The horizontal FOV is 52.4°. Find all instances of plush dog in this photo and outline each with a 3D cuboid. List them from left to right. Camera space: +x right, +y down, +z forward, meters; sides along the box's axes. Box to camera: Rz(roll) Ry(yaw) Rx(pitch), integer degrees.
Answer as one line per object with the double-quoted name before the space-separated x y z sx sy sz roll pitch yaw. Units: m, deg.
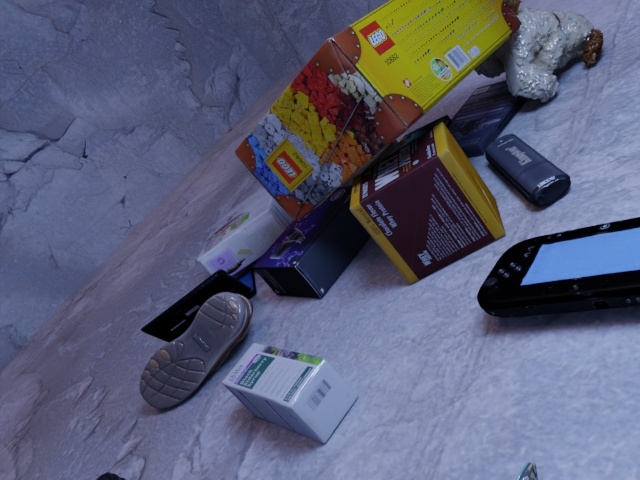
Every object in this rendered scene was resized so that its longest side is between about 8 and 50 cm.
"plush dog" 0.484 -0.442 1.420 0.225 0.211 0.262 -12 34 -16

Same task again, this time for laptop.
"laptop" -0.289 0.138 1.585 0.234 0.264 0.137 -38 58 6

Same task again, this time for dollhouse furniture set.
"dollhouse furniture set" 0.169 -0.129 1.408 0.123 0.144 0.151 -43 36 3

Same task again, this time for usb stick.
"usb stick" 0.371 -0.135 1.190 0.077 0.045 0.278 -36 22 11

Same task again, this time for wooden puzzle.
"wooden puzzle" -0.216 0.071 1.586 0.049 0.006 0.083 -29 -9 -45

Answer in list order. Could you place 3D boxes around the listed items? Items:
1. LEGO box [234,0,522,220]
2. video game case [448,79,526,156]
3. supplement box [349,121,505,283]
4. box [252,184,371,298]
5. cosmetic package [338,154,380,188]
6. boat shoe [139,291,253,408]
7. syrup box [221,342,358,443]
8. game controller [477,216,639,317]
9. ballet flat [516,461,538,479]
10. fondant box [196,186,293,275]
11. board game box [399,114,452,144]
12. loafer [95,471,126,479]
"LEGO box" 0.121 -0.306 1.297 0.500 0.193 0.372 -44 4 -39
"video game case" 0.370 -0.283 1.508 0.274 0.026 0.196 -50 24 -23
"supplement box" 0.186 -0.064 1.150 0.194 0.191 0.129 -31 23 22
"box" 0.000 0.000 1.450 0.184 0.103 0.261 -1 43 53
"cosmetic package" 0.054 -0.170 1.621 0.151 0.151 0.183 -45 21 -15
"boat shoe" -0.256 0.240 1.400 0.324 0.123 0.116 -43 -13 13
"syrup box" -0.058 0.244 1.070 0.093 0.096 0.236 -50 25 -24
"game controller" 0.363 0.029 0.858 0.319 0.067 0.166 -14 33 46
"ballet flat" 0.203 0.284 0.667 0.114 0.041 0.041 -49 24 -22
"fondant box" -0.192 -0.038 1.792 0.238 0.096 0.330 -34 15 13
"board game box" 0.230 -0.237 1.598 0.126 0.026 0.186 -49 14 -22
"loafer" -0.400 0.500 1.116 0.109 0.095 0.302 -36 22 8
